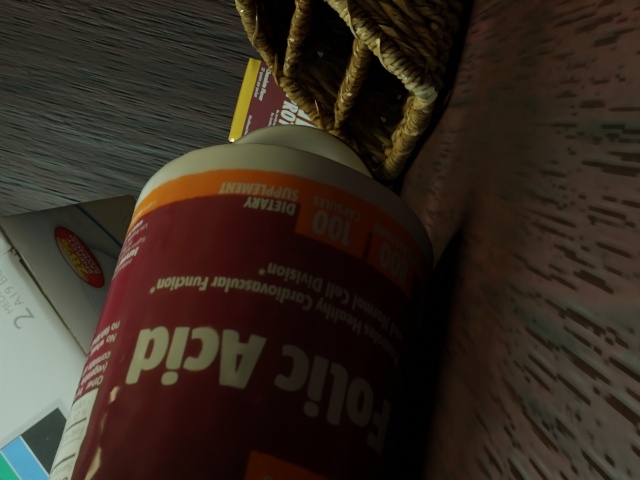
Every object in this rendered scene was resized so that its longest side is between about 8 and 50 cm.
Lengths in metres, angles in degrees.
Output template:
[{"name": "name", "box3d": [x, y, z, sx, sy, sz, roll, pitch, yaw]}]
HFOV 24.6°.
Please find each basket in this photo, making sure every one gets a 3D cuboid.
[{"name": "basket", "box3d": [0.014, -0.208, 1.393, 0.299, 0.213, 0.223, 118, 167, -76]}]

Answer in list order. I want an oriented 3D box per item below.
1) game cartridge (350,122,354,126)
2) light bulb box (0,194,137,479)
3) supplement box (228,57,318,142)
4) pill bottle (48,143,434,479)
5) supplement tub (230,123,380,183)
[{"name": "game cartridge", "box3d": [0.000, 0.000, 2.021, 0.230, 0.068, 0.355, -86, 11, -54]}, {"name": "light bulb box", "box3d": [-0.217, 0.165, 1.372, 0.225, 0.358, 0.361, -36, -1, 11]}, {"name": "supplement box", "box3d": [-0.035, -0.189, 2.262, 0.194, 0.191, 0.129, -140, 65, -85]}, {"name": "pill bottle", "box3d": [-0.061, 0.152, 0.966, 0.224, 0.224, 0.392, 111, 173, -58]}, {"name": "supplement tub", "box3d": [-0.044, 0.007, 1.562, 0.316, 0.193, 0.194, 118, 166, -76]}]
